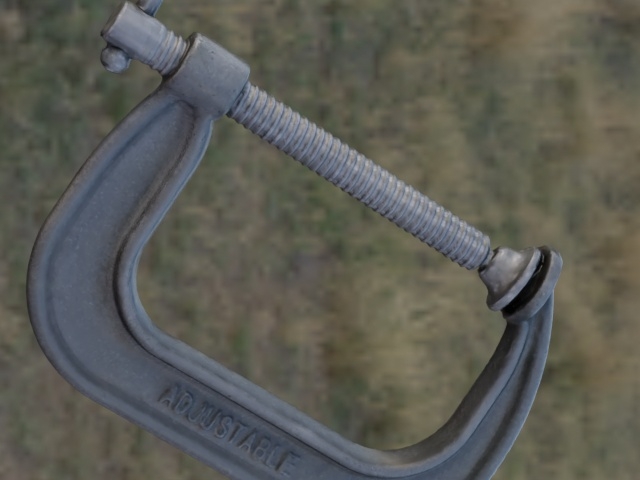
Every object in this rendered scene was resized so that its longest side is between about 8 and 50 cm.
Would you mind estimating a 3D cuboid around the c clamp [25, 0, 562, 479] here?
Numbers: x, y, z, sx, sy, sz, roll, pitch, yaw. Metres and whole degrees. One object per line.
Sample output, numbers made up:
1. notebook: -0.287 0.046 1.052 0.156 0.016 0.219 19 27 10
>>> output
1. c clamp: 0.000 0.000 0.502 0.137 0.160 0.022 -51 -162 3
